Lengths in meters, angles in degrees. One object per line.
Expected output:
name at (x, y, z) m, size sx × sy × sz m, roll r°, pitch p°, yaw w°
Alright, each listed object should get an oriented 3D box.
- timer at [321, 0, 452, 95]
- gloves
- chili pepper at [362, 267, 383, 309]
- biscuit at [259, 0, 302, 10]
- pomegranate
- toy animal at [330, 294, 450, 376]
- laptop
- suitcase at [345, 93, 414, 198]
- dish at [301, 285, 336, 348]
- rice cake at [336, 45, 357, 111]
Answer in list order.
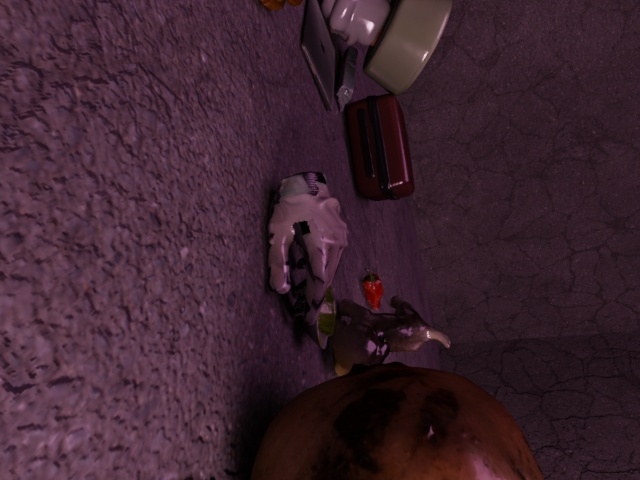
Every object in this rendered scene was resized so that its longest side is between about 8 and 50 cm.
timer at (0.148, -0.600, 1.116) m, size 0.291 × 0.314 × 0.291 m, roll -158°, pitch -90°, yaw -79°
gloves at (-0.014, 0.013, 0.592) m, size 0.127 × 0.110 × 0.213 m, roll 20°, pitch 56°, yaw -72°
chili pepper at (0.144, 0.135, 1.088) m, size 0.191 × 0.050 × 0.059 m, roll 72°, pitch 2°, yaw -48°
biscuit at (-0.090, -0.495, 0.656) m, size 0.220 × 0.066 × 0.221 m, roll -10°, pitch 90°, yaw -72°
pomegranate at (0.075, 0.272, 0.424) m, size 0.322 × 0.321 × 0.323 m, roll -9°, pitch 90°, yaw -72°
toy animal at (0.111, 0.188, 0.791) m, size 0.168 × 0.232 × 0.122 m, roll -163°, pitch -110°, yaw -65°
laptop at (0.000, -0.475, 1.000) m, size 0.188 × 0.015 × 0.269 m, roll 57°, pitch 30°, yaw -50°
suitcase at (0.187, -0.272, 1.234) m, size 0.236 × 0.161 × 0.298 m, roll 2°, pitch 80°, yaw -72°
dish at (-0.007, 0.119, 0.656) m, size 0.137 × 0.039 × 0.091 m, roll -67°, pitch 148°, yaw -63°
rice cake at (0.074, -0.484, 1.190) m, size 0.081 × 0.051 × 0.291 m, roll 111°, pitch -9°, yaw -47°
